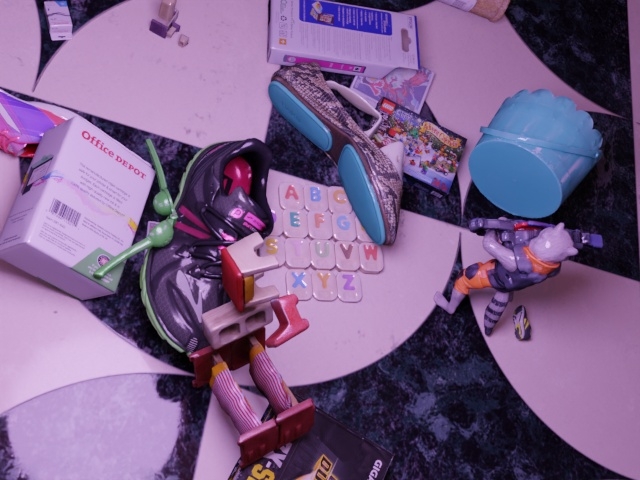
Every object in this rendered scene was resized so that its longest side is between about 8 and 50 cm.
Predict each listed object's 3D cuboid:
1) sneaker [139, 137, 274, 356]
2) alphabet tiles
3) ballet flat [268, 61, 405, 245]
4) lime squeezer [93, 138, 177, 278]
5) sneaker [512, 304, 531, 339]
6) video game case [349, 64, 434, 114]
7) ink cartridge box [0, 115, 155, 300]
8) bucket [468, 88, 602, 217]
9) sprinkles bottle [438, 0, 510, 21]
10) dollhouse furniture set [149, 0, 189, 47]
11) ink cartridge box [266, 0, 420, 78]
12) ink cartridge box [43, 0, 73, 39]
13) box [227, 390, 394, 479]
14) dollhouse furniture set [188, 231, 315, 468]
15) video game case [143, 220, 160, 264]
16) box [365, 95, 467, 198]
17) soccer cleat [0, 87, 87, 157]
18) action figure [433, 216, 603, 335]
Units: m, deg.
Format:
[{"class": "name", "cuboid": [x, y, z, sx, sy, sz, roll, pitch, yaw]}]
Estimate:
[{"class": "sneaker", "cuboid": [-0.206, -0.009, 1.579, 0.185, 0.202, 0.482, 28, 58, -34]}, {"class": "alphabet tiles", "cuboid": [0.000, 0.000, 1.774, 0.284, 0.021, 0.277, 4, 65, -19]}, {"class": "ballet flat", "cuboid": [0.076, -0.219, 1.808, 0.182, 0.164, 0.482, -29, 72, -21]}, {"class": "lime squeezer", "cuboid": [-0.320, -0.050, 1.536, 0.110, 0.058, 0.310, 8, 60, 8]}, {"class": "sneaker", "cuboid": [0.460, 0.189, 1.858, 0.035, 0.031, 0.083, 20, 64, -27]}, {"class": "video game case", "cuboid": [0.175, -0.384, 2.020, 0.184, 0.023, 0.201, 27, 59, -7]}, {"class": "ink cartridge box", "cuboid": [-0.452, -0.058, 1.528, 0.201, 0.117, 0.278, 37, 52, -39]}, {"class": "bucket", "cuboid": [0.496, -0.200, 1.920, 0.281, 0.281, 0.183, 39, 63, 0]}, {"class": "sprinkles bottle", "cuboid": [0.329, -0.694, 2.169, 0.356, 0.121, 0.121, 17, 61, -14]}, {"class": "dollhouse furniture set", "cuboid": [-0.320, -0.515, 1.843, 0.091, 0.114, 0.081, 27, 55, -4]}, {"class": "ink cartridge box", "cuboid": [0.055, -0.493, 1.983, 0.371, 0.069, 0.175, 5, 63, -10]}, {"class": "ink cartridge box", "cuboid": [-0.570, -0.480, 1.779, 0.048, 0.028, 0.083, -11, 71, -25]}, {"class": "box", "cuboid": [-0.042, 0.474, 1.502, 0.257, 0.079, 0.322, 32, 59, -2]}, {"class": "dollhouse furniture set", "cuboid": [-0.121, 0.196, 1.378, 0.152, 0.374, 0.201, -24, 56, -21]}, {"class": "video game case", "cuboid": [-0.311, 0.022, 1.650, 0.087, 0.011, 0.122, 9, 64, -17]}, {"class": "box", "cuboid": [0.217, -0.219, 1.932, 0.233, 0.044, 0.159, 25, 69, -8]}, {"class": "soccer cleat", "cuboid": [-0.623, -0.229, 1.600, 0.318, 0.108, 0.116, 15, 66, -16]}, {"class": "action figure", "cuboid": [0.444, 0.065, 1.729, 0.342, 0.330, 0.178, 3, 63, -19]}]
